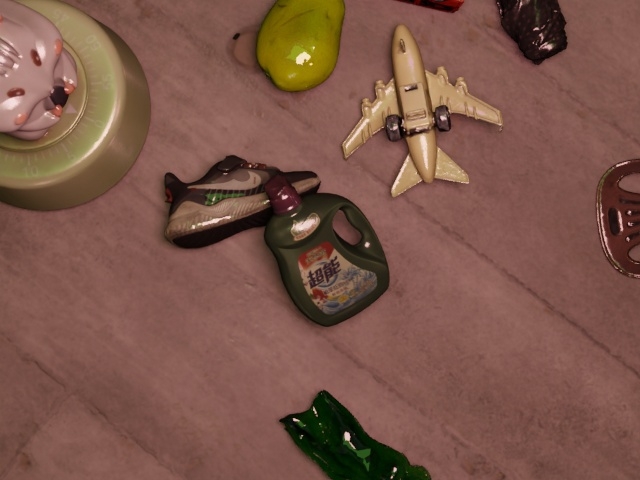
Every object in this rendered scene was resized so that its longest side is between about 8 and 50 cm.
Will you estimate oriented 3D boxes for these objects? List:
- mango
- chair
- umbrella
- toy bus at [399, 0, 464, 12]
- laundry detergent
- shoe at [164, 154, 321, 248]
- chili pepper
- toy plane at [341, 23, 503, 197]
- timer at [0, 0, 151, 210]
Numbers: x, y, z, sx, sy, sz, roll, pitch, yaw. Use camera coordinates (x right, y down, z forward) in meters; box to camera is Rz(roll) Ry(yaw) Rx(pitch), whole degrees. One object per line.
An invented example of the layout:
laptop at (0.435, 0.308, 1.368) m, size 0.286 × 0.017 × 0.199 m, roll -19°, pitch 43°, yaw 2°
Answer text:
mango at (-0.029, -0.288, 1.235) m, size 0.117 × 0.089 × 0.163 m, roll 8°, pitch 73°, yaw 6°
chair at (0.583, -0.048, 1.227) m, size 0.326 × 0.183 × 0.175 m, roll -9°, pitch 86°, yaw 41°
umbrella at (0.265, -0.411, 1.252) m, size 0.094 × 0.090 × 0.326 m, roll -23°, pitch 87°, yaw -1°
toy bus at (0.114, -0.385, 1.242) m, size 0.195 × 0.089 × 0.081 m, roll 13°, pitch 85°, yaw -2°
laundry detergent at (0.000, 0.000, 1.169) m, size 0.144 × 0.078 × 0.221 m, roll -31°, pitch 116°, yaw -7°
shoe at (-0.117, -0.071, 1.210) m, size 0.228 × 0.099 × 0.112 m, roll -22°, pitch 74°, yaw -8°
chili pepper at (0.047, 0.296, 1.202) m, size 0.224 × 0.061 × 0.098 m, roll 35°, pitch 92°, yaw -1°
toy plane at (0.134, -0.189, 1.230) m, size 0.229 × 0.092 × 0.244 m, roll -11°, pitch 89°, yaw 11°
timer at (-0.377, -0.196, 1.094) m, size 0.291 × 0.315 × 0.290 m, roll 0°, pitch 86°, yaw -4°
